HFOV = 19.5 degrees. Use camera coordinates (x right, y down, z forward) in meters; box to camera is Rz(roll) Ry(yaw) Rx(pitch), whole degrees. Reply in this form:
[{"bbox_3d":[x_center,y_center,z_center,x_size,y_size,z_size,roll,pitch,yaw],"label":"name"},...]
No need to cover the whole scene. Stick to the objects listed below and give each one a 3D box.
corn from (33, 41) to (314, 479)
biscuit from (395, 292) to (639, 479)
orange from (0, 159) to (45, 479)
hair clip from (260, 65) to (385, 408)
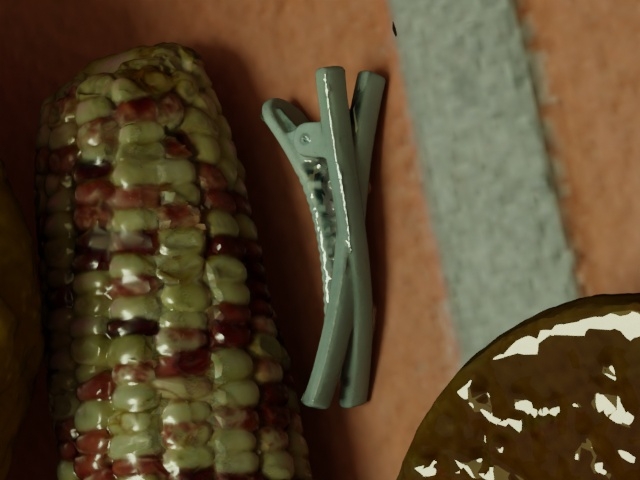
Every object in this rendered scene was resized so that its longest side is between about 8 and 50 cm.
[{"bbox_3d":[-0.050,0.053,0.627,0.086,0.086,0.253,-14,80,27],"label":"corn"},{"bbox_3d":[0.214,0.055,0.494,0.432,0.064,0.283,-18,89,28],"label":"biscuit"},{"bbox_3d":[-0.264,0.046,0.617,0.357,0.322,0.322,-26,76,23],"label":"orange"},{"bbox_3d":[0.001,0.000,0.635,0.039,0.030,0.115,-7,82,47],"label":"hair clip"}]
